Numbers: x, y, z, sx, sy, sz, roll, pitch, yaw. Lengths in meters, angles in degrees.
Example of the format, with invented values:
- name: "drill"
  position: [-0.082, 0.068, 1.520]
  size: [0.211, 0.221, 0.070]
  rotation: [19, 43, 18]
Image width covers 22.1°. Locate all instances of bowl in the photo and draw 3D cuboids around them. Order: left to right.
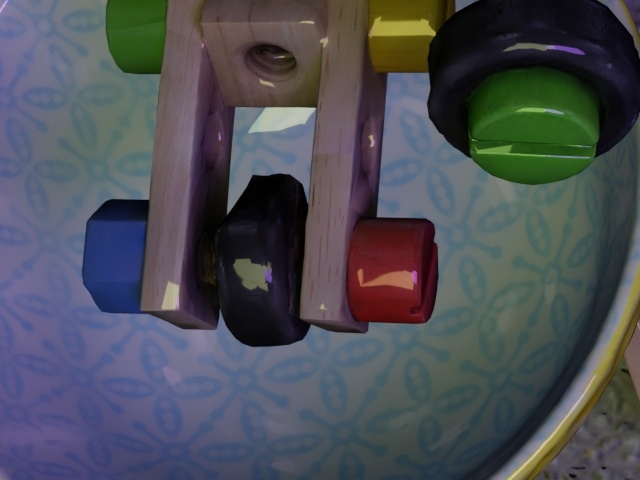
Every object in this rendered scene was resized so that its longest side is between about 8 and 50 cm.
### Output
- name: "bowl"
  position: [0.000, 0.000, 0.655]
  size: [0.290, 0.156, 0.289]
  rotation: [-5, 73, 17]

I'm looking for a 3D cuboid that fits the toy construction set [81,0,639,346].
- name: "toy construction set"
  position: [-0.057, -0.108, 0.535]
  size: [0.309, 0.237, 0.257]
  rotation: [-20, 139, 34]

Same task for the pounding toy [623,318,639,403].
- name: "pounding toy"
  position: [0.221, -0.007, 0.648]
  size: [0.206, 0.094, 0.181]
  rotation: [-13, 107, 31]
